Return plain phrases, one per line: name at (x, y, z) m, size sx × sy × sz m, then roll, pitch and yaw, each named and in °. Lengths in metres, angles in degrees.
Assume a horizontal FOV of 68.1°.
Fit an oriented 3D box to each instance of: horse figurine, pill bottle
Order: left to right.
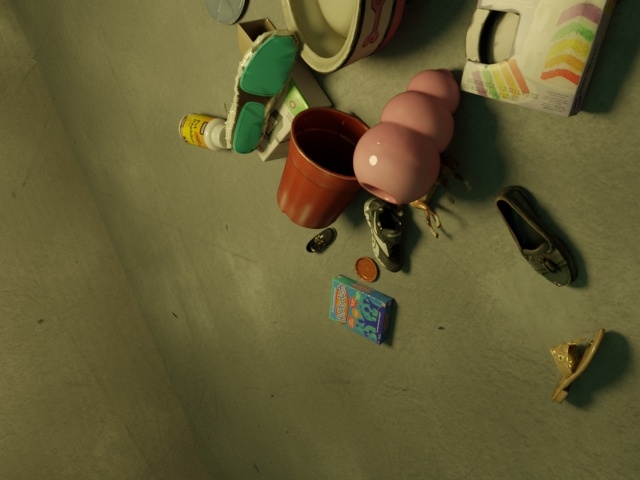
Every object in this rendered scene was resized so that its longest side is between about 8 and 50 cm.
pill bottle at (-0.406, -0.391, 1.716) m, size 0.215 × 0.117 × 0.117 m, roll 20°, pitch 119°, yaw 35°
horse figurine at (0.287, -0.131, 1.229) m, size 0.174 × 0.066 × 0.263 m, roll 58°, pitch 145°, yaw 31°

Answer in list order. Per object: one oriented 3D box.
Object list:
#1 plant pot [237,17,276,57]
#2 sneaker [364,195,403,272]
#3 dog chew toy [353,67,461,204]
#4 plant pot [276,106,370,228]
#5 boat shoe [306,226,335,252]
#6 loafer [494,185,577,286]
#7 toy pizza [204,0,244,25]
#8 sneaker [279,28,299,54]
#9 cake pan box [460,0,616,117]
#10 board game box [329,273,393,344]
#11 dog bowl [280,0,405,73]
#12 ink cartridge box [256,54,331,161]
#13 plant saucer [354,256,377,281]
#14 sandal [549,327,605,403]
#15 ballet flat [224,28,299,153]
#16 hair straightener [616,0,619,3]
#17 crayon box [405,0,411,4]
plant pot at (-0.191, -0.599, 1.455) m, size 0.109 × 0.109 × 0.096 m, roll 54°, pitch 146°, yaw 10°
sneaker at (0.192, -0.010, 1.334) m, size 0.106 × 0.078 × 0.234 m, roll 22°, pitch 133°, yaw 68°
dog chew toy at (0.219, -0.255, 1.125) m, size 0.207 × 0.207 × 0.331 m, roll 27°, pitch 87°, yaw 31°
plant pot at (0.007, -0.187, 1.351) m, size 0.272 × 0.272 × 0.265 m, roll 49°, pitch 141°, yaw 16°
boat shoe at (0.001, 0.002, 1.567) m, size 0.133 × 0.042 × 0.049 m, roll -40°, pitch 77°, yaw 42°
loafer at (0.488, -0.001, 1.099) m, size 0.096 × 0.084 × 0.267 m, roll -39°, pitch 80°, yaw 43°
toy pizza at (-0.304, -0.799, 1.519) m, size 0.201 × 0.032 × 0.201 m, roll 16°, pitch 116°, yaw 36°
sneaker at (-0.054, -0.551, 1.365) m, size 0.224 × 0.083 × 0.098 m, roll 22°, pitch 125°, yaw 33°
cake pan box at (0.430, -0.407, 0.972) m, size 0.267 × 0.070 × 0.245 m, roll 32°, pitch 131°, yaw 35°
board game box at (0.127, 0.221, 1.538) m, size 0.210 × 0.047 × 0.160 m, roll 22°, pitch 121°, yaw 35°
dog bowl at (0.046, -0.611, 1.104) m, size 0.408 × 0.150 × 0.407 m, roll 50°, pitch 150°, yaw 44°
ink cartridge box at (-0.124, -0.403, 1.461) m, size 0.273 × 0.115 × 0.198 m, roll -40°, pitch 79°, yaw 43°
plant saucer at (0.145, 0.090, 1.492) m, size 0.084 × 0.013 × 0.083 m, roll 18°, pitch 118°, yaw 37°
sandal at (0.583, 0.289, 1.131) m, size 0.079 × 0.088 × 0.240 m, roll 26°, pitch 128°, yaw 25°
ballet flat at (-0.192, -0.431, 1.344) m, size 0.147 × 0.147 × 0.409 m, roll 48°, pitch 132°, yaw 17°
hair straightener at (0.579, -0.525, 0.828) m, size 0.089 × 0.047 × 0.230 m, roll 57°, pitch 139°, yaw 9°
crayon box at (0.247, -0.679, 1.041) m, size 0.319 × 0.081 × 0.202 m, roll -9°, pitch 100°, yaw 44°
